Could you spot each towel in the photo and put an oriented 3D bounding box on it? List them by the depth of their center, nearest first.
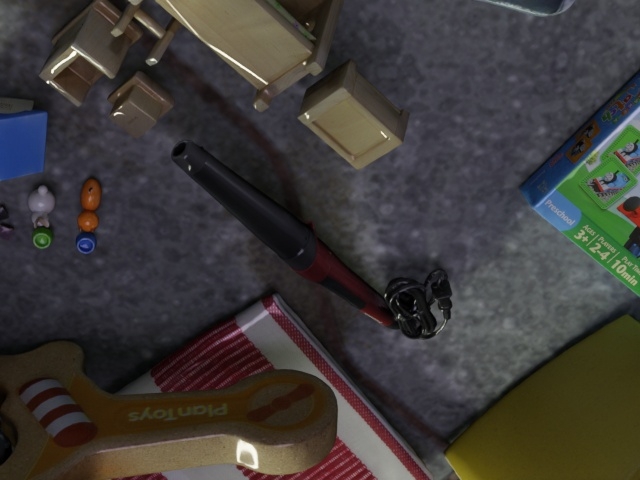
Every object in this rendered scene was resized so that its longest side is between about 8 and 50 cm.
[{"bbox_3d":[-0.102,0.207,0.960,0.329,0.037,0.237,-35,116,11],"label":"towel"}]

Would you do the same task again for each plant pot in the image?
[{"bbox_3d":[0.260,0.187,0.906,0.212,0.212,0.187,33,98,-23],"label":"plant pot"}]

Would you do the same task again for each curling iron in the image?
[{"bbox_3d":[0.000,0.000,0.825,0.068,0.035,0.274,-37,129,25],"label":"curling iron"}]

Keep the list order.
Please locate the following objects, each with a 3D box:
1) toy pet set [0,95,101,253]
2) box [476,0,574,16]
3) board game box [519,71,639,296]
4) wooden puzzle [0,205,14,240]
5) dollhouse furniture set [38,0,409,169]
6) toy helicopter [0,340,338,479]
[{"bbox_3d":[-0.208,-0.036,0.781,0.122,0.065,0.114,6,114,-11],"label":"toy pet set"},{"bbox_3d":[-0.001,-0.306,0.465,0.211,0.395,0.294,10,118,-13],"label":"box"},{"bbox_3d":[0.277,-0.061,0.849,0.160,0.039,0.211,36,109,-23],"label":"board game box"},{"bbox_3d":[-0.261,-0.002,0.834,0.083,0.006,0.049,-3,120,-6],"label":"wooden puzzle"},{"bbox_3d":[-0.057,-0.118,0.764,0.182,0.101,0.161,39,133,-25],"label":"dollhouse furniture set"},{"bbox_3d":[-0.162,0.145,0.799,0.355,0.235,0.140,-5,120,-5],"label":"toy helicopter"}]
